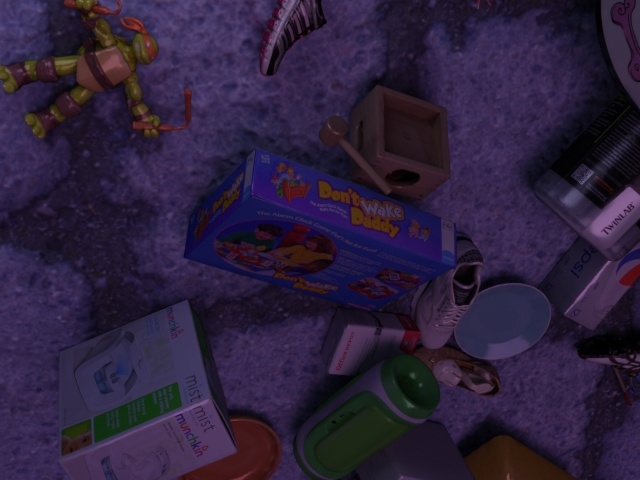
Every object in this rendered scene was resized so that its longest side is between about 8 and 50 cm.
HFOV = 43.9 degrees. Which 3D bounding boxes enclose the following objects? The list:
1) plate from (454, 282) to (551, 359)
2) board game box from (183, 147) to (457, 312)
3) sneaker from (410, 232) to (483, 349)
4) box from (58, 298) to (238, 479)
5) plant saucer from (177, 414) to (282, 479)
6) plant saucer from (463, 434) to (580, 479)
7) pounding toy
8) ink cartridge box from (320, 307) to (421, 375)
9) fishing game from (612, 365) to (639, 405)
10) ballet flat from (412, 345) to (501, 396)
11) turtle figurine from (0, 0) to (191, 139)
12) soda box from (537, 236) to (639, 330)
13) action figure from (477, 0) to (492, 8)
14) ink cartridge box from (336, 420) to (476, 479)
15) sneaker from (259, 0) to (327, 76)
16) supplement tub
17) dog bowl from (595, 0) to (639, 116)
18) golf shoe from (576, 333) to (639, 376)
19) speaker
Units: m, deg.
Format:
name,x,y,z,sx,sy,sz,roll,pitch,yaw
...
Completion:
name,x,y,z,sx,sy,sz,roll,pitch,yaw
plate,0.341,0.149,1.499,0.188,0.024,0.188,-4,125,-5
board game box,0.000,0.000,1.211,0.347,0.078,0.233,19,149,-26
sneaker,0.226,0.106,1.409,0.090,0.095,0.235,0,120,-20
box,-0.271,0.247,1.229,0.231,0.262,0.126,-22,123,-4
plant saucer,-0.172,0.400,1.481,0.200,0.037,0.199,-8,120,-14
plant saucer,0.372,0.589,1.703,0.333,0.081,0.333,35,114,-30
pounding toy,0.081,-0.128,1.173,0.206,0.181,0.094,14,151,-24
ink cartridge box,0.088,0.186,1.427,0.151,0.063,0.109,9,116,-22
fishing game,0.747,0.240,1.687,0.264,0.041,0.189,-29,116,6
ballet flat,0.268,0.253,1.521,0.206,0.067,0.073,17,114,-25
turtle figurine,-0.305,-0.236,1.047,0.217,0.087,0.269,-21,132,4
soda box,0.538,0.020,1.458,0.091,0.098,0.286,26,107,-29
action figure,0.282,-0.412,1.129,0.281,0.091,0.139,-11,109,-12
ink cartridge box,0.134,0.502,1.541,0.198,0.197,0.270,20,111,-26
sneaker,-0.031,-0.303,1.110,0.075,0.063,0.170,19,106,-20
supplement tub,0.525,-0.136,1.308,0.194,0.193,0.316,34,104,-30
dog bowl,0.617,-0.332,1.135,0.408,0.150,0.407,1,85,-11
golf shoe,0.616,0.242,1.611,0.198,0.077,0.093,-2,116,-6
speaker,0.075,0.320,1.414,0.131,0.131,0.296,23,131,-28
